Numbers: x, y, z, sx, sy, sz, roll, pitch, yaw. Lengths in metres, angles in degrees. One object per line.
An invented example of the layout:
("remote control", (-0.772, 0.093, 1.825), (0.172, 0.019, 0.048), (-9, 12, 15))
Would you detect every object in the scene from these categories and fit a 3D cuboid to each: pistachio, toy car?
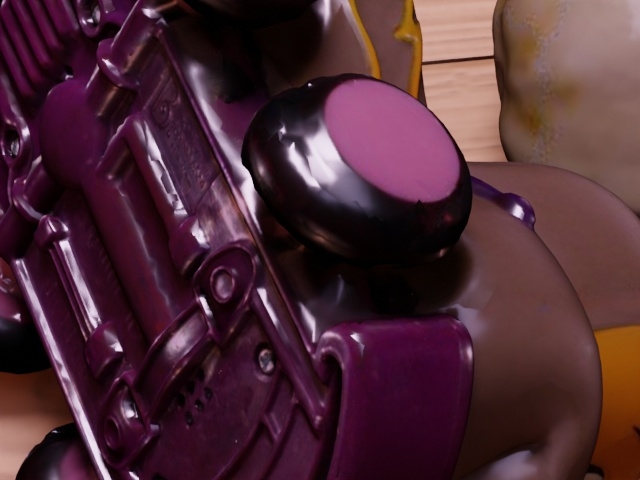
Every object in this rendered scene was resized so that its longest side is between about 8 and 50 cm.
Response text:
("pistachio", (0.203, -0.109, 0.929), (0.288, 0.166, 0.197), (-30, 59, -21))
("toy car", (0.000, 0.000, 0.813), (0.240, 0.271, 0.341), (-4, 56, -39))
